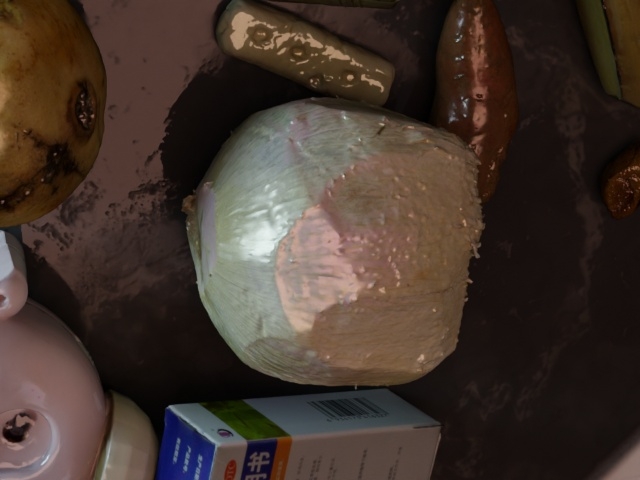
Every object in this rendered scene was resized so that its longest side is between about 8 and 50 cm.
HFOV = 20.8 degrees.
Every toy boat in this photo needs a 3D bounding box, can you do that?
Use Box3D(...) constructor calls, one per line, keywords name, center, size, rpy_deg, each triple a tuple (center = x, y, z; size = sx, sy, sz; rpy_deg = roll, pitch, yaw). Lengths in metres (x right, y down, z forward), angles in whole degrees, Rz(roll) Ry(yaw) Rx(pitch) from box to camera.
Box3D(name="toy boat", center=(0.322, -0.278, 1.803), size=(0.121, 0.089, 0.321), rpy_deg=(-26, 113, -15))

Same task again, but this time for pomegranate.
Box3D(name="pomegranate", center=(-0.324, -0.136, 1.637), size=(0.260, 0.260, 0.260), rpy_deg=(-4, 109, -11))

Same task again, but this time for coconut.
Box3D(name="coconut", center=(0.000, 0.000, 1.721), size=(0.254, 0.297, 0.297), rpy_deg=(5, 108, -26))

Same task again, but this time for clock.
Box3D(name="clock", center=(-0.363, 0.198, 1.779), size=(0.342, 0.184, 0.326), rpy_deg=(-24, 116, 2))

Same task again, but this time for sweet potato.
Box3D(name="sweet potato", center=(0.153, -0.107, 1.822), size=(0.106, 0.095, 0.355), rpy_deg=(-21, 123, -54))

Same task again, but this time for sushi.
Box3D(name="sushi", center=(0.332, -0.067, 1.900), size=(0.050, 0.047, 0.099), rpy_deg=(24, 119, -7))

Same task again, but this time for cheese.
Box3D(name="cheese", center=(-0.014, -0.191, 1.784), size=(0.194, 0.043, 0.065), rpy_deg=(21, 98, -16))

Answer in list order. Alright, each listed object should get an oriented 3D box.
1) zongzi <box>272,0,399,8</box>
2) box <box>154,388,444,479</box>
Box3D(name="zongzi", center=(-0.003, -0.324, 1.739), size=(0.189, 0.081, 0.178), rpy_deg=(4, 86, 1))
Box3D(name="box", center=(-0.031, 0.274, 1.851), size=(0.299, 0.106, 0.200), rpy_deg=(0, 110, -36))
